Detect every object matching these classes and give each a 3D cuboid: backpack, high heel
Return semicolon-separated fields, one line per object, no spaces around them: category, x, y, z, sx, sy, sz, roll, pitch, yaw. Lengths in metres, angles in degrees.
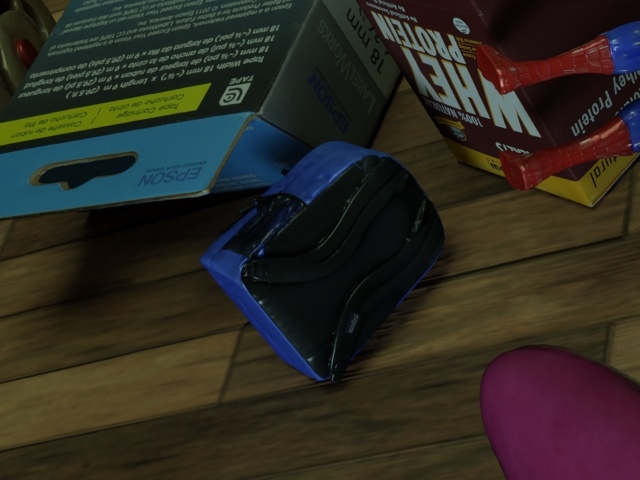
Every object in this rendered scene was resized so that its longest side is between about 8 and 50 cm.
backpack;0.000;0.000;1.114;0.120;0.098;0.101;-45;31;-11
high heel;0.114;0.180;0.758;0.181;0.127;0.377;-30;36;-10

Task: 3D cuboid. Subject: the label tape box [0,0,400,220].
label tape box;-0.080;-0.103;1.300;0.240;0.106;0.334;-6;43;35

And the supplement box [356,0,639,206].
supplement box;0.132;-0.163;1.107;0.191;0.194;0.129;-46;35;-15

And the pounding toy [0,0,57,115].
pounding toy;-0.289;-0.124;1.494;0.154;0.154;0.270;-26;54;15

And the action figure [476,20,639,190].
action figure;0.216;-0.115;1.046;0.280;0.091;0.139;-16;21;-5
